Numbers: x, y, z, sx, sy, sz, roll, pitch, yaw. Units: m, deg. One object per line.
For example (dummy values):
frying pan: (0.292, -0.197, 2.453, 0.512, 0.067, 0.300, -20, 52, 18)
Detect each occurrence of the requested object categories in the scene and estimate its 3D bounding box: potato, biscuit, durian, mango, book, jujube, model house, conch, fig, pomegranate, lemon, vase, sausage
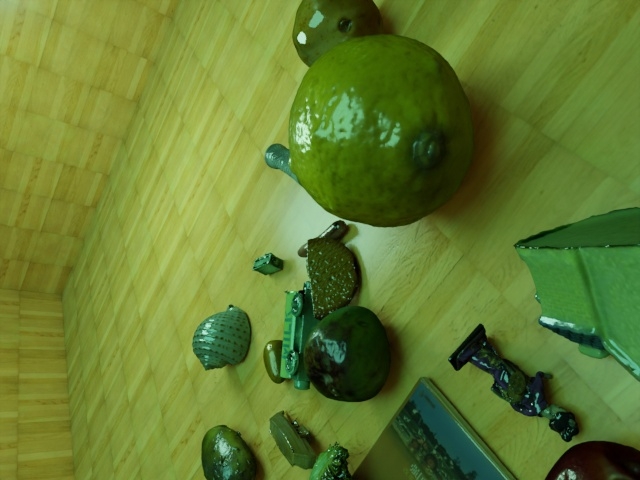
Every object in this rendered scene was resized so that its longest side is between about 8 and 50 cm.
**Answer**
potato: (-0.260, 0.591, 1.294, 0.251, 0.113, 0.149, 17, 92, 51)
biscuit: (0.029, 0.081, 1.112, 0.126, 0.025, 0.206, -11, 63, 10)
durian: (0.020, 0.591, 0.957, 0.198, 0.163, 0.394, -50, -32, -79)
mango: (-0.113, 0.313, 1.234, 0.080, 0.060, 0.114, -48, 50, 35)
book: (0.172, 0.478, 0.868, 0.262, 0.028, 0.374, 49, 118, 45)
jujube: (0.344, 0.365, 0.603, 0.155, 0.155, 0.230, 52, 129, 44)
model house: (0.398, 0.067, 0.629, 0.214, 0.195, 0.189, -5, 100, 64)
conch: (-0.307, 0.286, 1.422, 0.172, 0.131, 0.200, -11, 72, 50)
fig: (0.057, 0.227, 0.976, 0.181, 0.181, 0.191, -4, 51, 50)
pomegranate: (0.042, -0.510, 1.160, 0.233, 0.233, 0.233, -17, 67, 47)
lemon: (0.111, -0.190, 0.877, 0.350, 0.349, 0.387, -65, 29, 14)
vase: (-0.077, -0.214, 1.318, 0.219, 0.096, 0.096, 32, 105, 52)
sausage: (0.001, 0.000, 1.201, 0.176, 0.040, 0.047, -36, 55, 41)

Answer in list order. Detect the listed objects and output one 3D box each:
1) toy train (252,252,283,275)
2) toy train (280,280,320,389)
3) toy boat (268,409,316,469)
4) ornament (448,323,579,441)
toy train: (-0.150, 0.069, 1.351, 0.093, 0.056, 0.038, -24, 45, 45)
toy train: (-0.048, 0.227, 1.163, 0.157, 0.105, 0.253, -18, 66, 62)
toy boat: (-0.062, 0.463, 1.123, 0.206, 0.072, 0.064, -157, 68, -64)
ornament: (0.311, 0.220, 0.747, 0.203, 0.088, 0.081, 32, 81, 37)
